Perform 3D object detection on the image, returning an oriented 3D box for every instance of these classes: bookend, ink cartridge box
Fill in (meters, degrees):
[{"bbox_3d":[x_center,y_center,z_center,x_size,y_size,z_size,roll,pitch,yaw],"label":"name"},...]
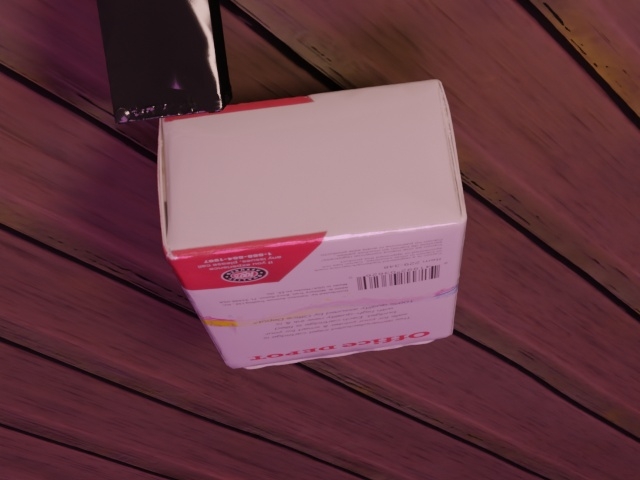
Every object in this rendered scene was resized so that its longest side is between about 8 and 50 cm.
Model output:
[{"bbox_3d":[-0.109,-0.168,0.771,0.072,0.156,0.157,-7,101,-1],"label":"bookend"},{"bbox_3d":[0.000,0.000,0.947,0.226,0.131,0.306,-8,160,0],"label":"ink cartridge box"}]
